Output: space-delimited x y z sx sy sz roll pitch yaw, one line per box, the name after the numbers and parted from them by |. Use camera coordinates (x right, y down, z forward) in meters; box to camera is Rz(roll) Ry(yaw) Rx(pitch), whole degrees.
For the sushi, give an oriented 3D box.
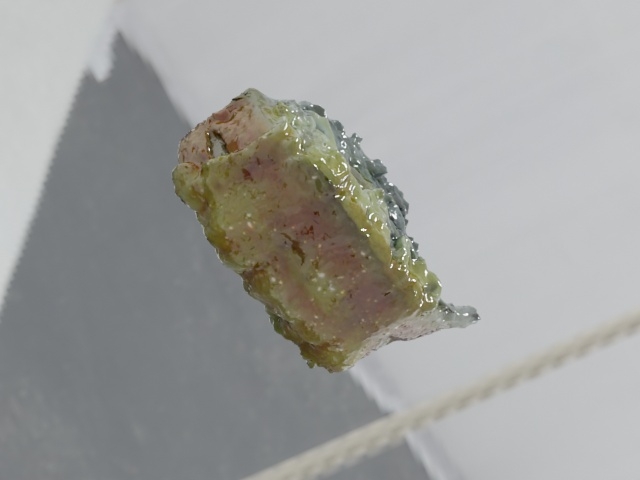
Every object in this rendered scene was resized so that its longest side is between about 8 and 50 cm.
0.000 0.000 1.635 0.274 0.139 0.184 55 12 -10 | sushi
